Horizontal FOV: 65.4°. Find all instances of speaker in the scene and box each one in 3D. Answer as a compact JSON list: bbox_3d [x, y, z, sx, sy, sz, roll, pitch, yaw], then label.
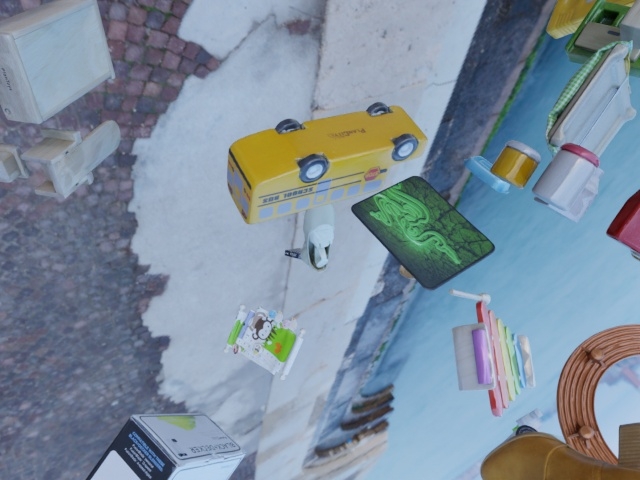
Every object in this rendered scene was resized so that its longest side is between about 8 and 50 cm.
[{"bbox_3d":[0.366,0.407,0.950,0.055,0.055,0.136,-18,142,-31],"label":"speaker"}]

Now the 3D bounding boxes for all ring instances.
[{"bbox_3d":[0.570,0.292,0.818,0.336,0.336,0.032,-31,150,-11],"label":"ring"}]

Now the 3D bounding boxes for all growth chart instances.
[{"bbox_3d":[-0.151,0.263,1.338,0.021,0.237,0.172,10,97,-58],"label":"growth chart"}]

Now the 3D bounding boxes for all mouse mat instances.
[{"bbox_3d":[0.158,-0.020,0.774,0.152,0.190,0.007,-27,149,-25],"label":"mouse mat"}]

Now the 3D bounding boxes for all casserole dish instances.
[{"bbox_3d":[0.569,-0.230,1.690,0.114,0.188,0.037,-19,148,-48],"label":"casserole dish"}]

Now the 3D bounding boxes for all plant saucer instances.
[{"bbox_3d":[0.247,0.078,1.294,0.083,0.083,0.015,-25,124,-20],"label":"plant saucer"}]

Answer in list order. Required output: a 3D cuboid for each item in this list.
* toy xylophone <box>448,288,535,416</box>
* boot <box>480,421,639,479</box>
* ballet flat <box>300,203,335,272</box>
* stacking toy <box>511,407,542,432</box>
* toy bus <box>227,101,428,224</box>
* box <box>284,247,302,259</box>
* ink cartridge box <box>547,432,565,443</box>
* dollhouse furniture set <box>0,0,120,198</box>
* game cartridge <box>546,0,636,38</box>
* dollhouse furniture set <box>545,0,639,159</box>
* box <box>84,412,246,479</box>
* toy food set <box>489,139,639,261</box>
[{"bbox_3d":[0.341,0.210,1.000,0.081,0.236,0.322,-15,167,32],"label":"toy xylophone"},{"bbox_3d":[0.290,0.339,0.592,0.295,0.104,0.211,-42,-173,44],"label":"boot"},{"bbox_3d":[0.000,0.000,1.234,0.086,0.086,0.248,-25,151,-21],"label":"ballet flat"},{"bbox_3d":[0.480,0.463,1.068,0.052,0.167,0.221,-28,150,-3],"label":"stacking toy"},{"bbox_3d":[0.016,-0.136,0.856,0.332,0.108,0.130,-17,146,-25],"label":"toy bus"},{"bbox_3d":[-0.062,0.041,1.556,0.083,0.067,0.018,-8,108,-60],"label":"box"},{"bbox_3d":[0.718,0.587,1.232,0.239,0.275,0.060,23,93,-40],"label":"ink cartridge box"},{"bbox_3d":[-0.483,-0.242,0.661,0.174,0.355,0.303,-70,165,-50],"label":"dollhouse furniture set"},{"bbox_3d":[0.660,-0.602,1.050,0.052,0.323,0.285,25,83,-25],"label":"game cartridge"},{"bbox_3d":[0.385,-0.250,0.736,0.197,0.151,0.301,26,100,-52],"label":"dollhouse furniture set"},{"bbox_3d":[-0.235,0.354,0.600,0.290,0.087,0.169,-55,155,-3],"label":"box"},{"bbox_3d":[0.302,-0.056,0.503,0.104,0.232,0.111,-60,-174,12],"label":"toy food set"}]
